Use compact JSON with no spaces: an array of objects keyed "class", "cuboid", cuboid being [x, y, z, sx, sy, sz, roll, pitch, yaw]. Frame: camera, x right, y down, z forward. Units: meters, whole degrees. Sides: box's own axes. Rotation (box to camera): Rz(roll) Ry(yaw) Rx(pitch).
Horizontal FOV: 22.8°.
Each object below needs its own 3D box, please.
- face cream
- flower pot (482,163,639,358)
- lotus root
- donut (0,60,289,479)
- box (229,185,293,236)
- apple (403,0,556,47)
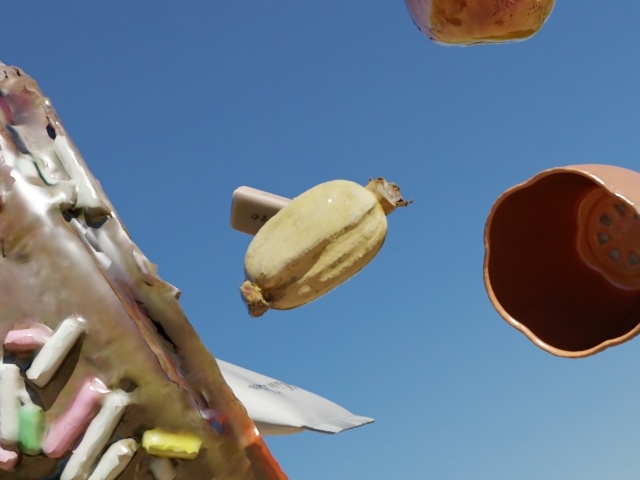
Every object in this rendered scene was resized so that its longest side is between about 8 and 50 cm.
[{"class":"face cream","cuboid":[-0.119,0.129,1.343,0.314,0.089,0.143,12,0,16]},{"class":"flower pot","cuboid":[0.280,0.005,1.595,0.190,0.191,0.173,-38,-9,34]},{"class":"lotus root","cuboid":[0.000,0.000,1.148,0.150,0.073,0.062,-37,24,-15]},{"class":"donut","cuboid":[-0.088,0.051,0.567,0.103,0.270,0.270,-33,-15,-7]},{"class":"box","cuboid":[-0.040,-0.020,1.652,0.025,0.115,0.048,-29,-47,-62]},{"class":"apple","cuboid":[0.135,-0.231,1.361,0.146,0.146,0.146,-24,-16,-8]}]
